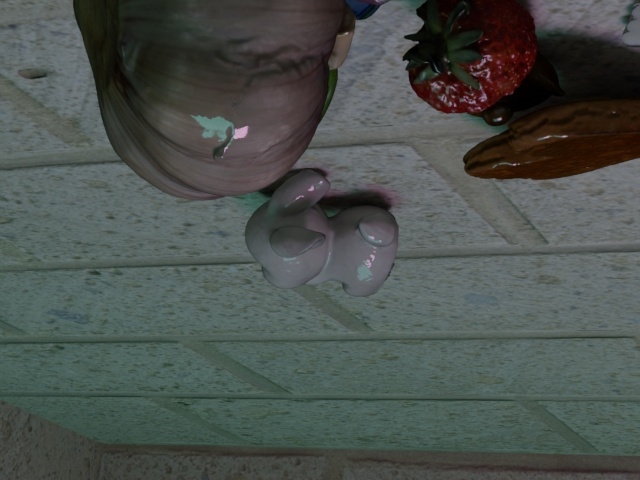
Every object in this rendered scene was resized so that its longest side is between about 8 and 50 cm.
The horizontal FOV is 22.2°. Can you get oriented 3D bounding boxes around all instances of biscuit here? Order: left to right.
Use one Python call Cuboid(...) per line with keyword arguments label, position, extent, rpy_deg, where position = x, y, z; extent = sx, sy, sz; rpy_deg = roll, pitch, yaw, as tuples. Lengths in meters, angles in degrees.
Cuboid(label="biscuit", position=(0.263, -0.113, 1.762), extent=(0.262, 0.052, 0.277), rpy_deg=(-3, 173, -35))

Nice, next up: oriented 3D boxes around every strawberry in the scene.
Cuboid(label="strawberry", position=(0.154, -0.179, 1.585), extent=(0.148, 0.131, 0.131), rpy_deg=(25, 155, -38))

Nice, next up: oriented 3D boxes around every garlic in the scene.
Cuboid(label="garlic", position=(-0.095, -0.189, 1.381), extent=(0.241, 0.322, 0.322), rpy_deg=(-25, 161, -5))

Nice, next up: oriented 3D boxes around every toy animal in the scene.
Cuboid(label="toy animal", position=(0.008, -0.003, 2.159), extent=(0.193, 0.127, 0.178), rpy_deg=(18, 157, -25))

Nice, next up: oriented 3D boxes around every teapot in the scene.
Cuboid(label="teapot", position=(0.192, -0.158, 1.702), extent=(0.129, 0.078, 0.098), rpy_deg=(-5, 158, 33))

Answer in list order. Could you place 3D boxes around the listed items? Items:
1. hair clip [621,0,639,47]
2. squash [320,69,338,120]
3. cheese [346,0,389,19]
Cuboid(label="hair clip", position=(0.359, -0.220, 1.506), extent=(0.140, 0.054, 0.220), rpy_deg=(1, 164, 4))
Cuboid(label="squash", position=(-0.076, -0.126, 1.860), extent=(0.107, 0.107, 0.395), rpy_deg=(13, 161, -17))
Cuboid(label="cheese", position=(0.056, -0.260, 1.461), extent=(0.189, 0.074, 0.286), rpy_deg=(16, 161, -20))
